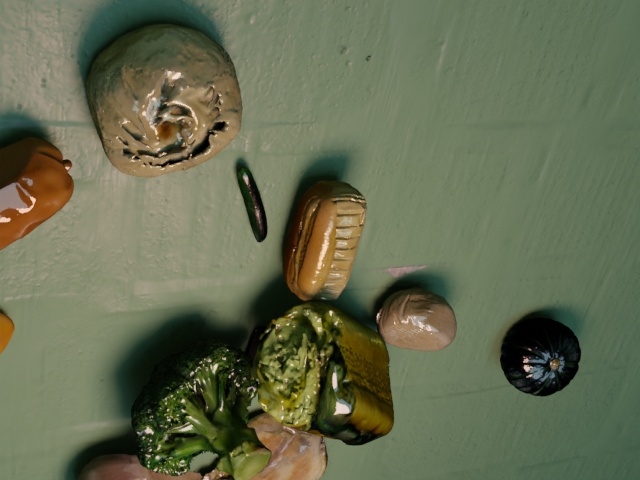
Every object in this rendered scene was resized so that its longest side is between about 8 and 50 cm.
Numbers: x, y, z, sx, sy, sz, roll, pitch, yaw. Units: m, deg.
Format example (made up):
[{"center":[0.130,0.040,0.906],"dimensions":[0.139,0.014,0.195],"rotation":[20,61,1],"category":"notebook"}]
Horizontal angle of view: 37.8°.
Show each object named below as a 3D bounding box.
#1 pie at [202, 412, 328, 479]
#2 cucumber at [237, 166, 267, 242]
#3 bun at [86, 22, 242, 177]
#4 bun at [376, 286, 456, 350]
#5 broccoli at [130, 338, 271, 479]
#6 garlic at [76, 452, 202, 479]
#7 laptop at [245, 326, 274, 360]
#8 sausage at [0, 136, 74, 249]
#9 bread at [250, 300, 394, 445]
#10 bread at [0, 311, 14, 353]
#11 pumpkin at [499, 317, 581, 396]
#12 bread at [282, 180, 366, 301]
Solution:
[{"center":[-0.129,0.517,2.096],"dimensions":[0.337,0.075,0.337],"rotation":[-19,133,-21],"category":"pie"},{"center":[-0.121,-0.064,1.702],"dimensions":[0.036,0.033,0.184],"rotation":[-40,138,-25],"category":"cucumber"},{"center":[-0.234,-0.207,1.459],"dimensions":[0.259,0.152,0.259],"rotation":[-12,127,-17],"category":"bun"},{"center":[0.205,0.161,1.983],"dimensions":[0.166,0.113,0.173],"rotation":[-3,151,24],"category":"bun"},{"center":[-0.217,0.344,1.770],"dimensions":[0.297,0.297,0.297],"rotation":[-26,140,-24],"category":"broccoli"},{"center":[-0.368,0.527,1.899],"dimensions":[0.237,0.210,0.292],"rotation":[-7,154,-50],"category":"garlic"},{"center":[-0.069,0.232,1.959],"dimensions":[0.197,0.016,0.135],"rotation":[4,121,-32],"category":"laptop"},{"center":[-0.495,-0.064,1.443],"dimensions":[0.241,0.120,0.136],"rotation":[-33,147,-3],"category":"sausage"},{"center":[0.018,0.271,1.836],"dimensions":[0.208,0.251,0.376],"rotation":[-7,162,21],"category":"bread"},{"center":[-0.622,0.125,1.545],"dimensions":[0.092,0.074,0.239],"rotation":[-41,132,11],"category":"bread"},{"center":[0.521,0.274,2.213],"dimensions":[0.194,0.150,0.194],"rotation":[-16,122,-28],"category":"pumpkin"},{"center":[0.000,0.000,1.740],"dimensions":[0.106,0.140,0.236],"rotation":[2,120,-26],"category":"bread"}]
